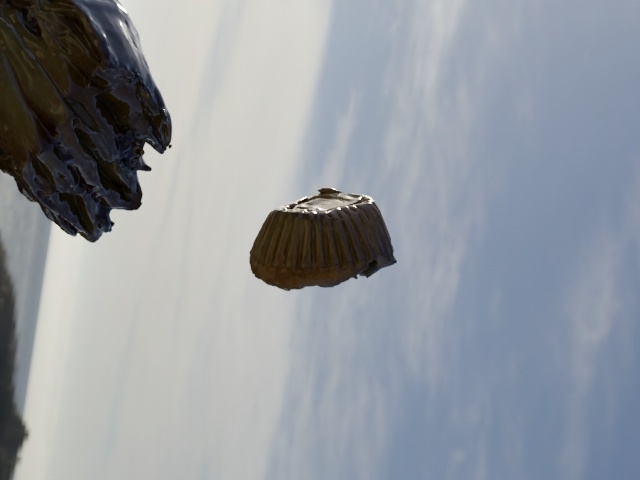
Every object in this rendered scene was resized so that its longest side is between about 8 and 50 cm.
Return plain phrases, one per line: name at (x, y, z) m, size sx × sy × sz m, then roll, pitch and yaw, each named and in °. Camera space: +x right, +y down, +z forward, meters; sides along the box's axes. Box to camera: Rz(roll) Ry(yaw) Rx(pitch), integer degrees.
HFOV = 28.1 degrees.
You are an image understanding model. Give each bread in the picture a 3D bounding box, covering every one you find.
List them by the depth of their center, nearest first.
bread at (-0.266, -0.188, 1.315) m, size 0.277 × 0.167 × 0.324 m, roll 70°, pitch -1°, yaw -70°
bread at (0.000, 0.000, 2.369) m, size 0.274 × 0.274 × 0.149 m, roll -124°, pitch -152°, yaw -73°
